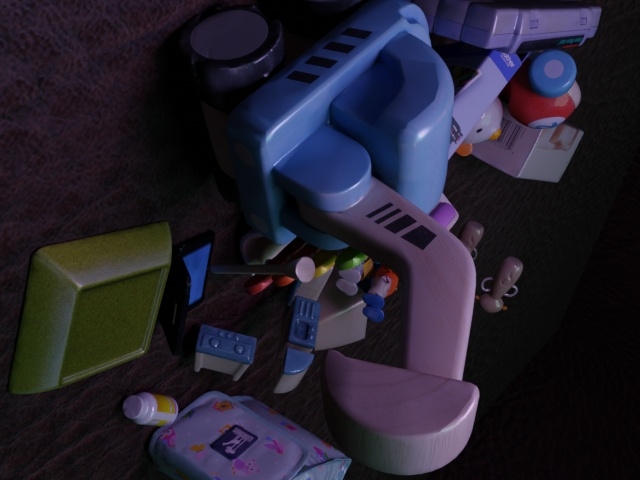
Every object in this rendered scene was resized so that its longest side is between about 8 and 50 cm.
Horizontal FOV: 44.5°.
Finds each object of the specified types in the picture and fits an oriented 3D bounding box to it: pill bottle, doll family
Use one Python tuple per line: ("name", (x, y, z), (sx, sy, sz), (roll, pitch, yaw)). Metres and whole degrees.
("pill bottle", (-0.232, 0.229, 1.063), (0.043, 0.043, 0.083), (-57, 154, -2))
("doll family", (0.087, -0.019, 1.196), (0.163, 0.118, 0.263), (-58, 167, -52))

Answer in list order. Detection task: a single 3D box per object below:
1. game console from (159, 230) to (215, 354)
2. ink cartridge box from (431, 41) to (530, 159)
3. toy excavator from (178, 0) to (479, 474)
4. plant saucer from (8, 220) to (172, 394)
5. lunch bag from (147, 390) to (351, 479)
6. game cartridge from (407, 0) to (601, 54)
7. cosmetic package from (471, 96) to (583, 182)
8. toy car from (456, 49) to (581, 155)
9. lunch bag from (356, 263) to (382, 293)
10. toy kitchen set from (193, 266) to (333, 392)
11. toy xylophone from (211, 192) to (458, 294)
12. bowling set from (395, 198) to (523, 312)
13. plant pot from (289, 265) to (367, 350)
("game console", (-0.159, 0.065, 0.988), (0.071, 0.107, 0.122), (-3, 125, -26))
("ink cartridge box", (0.160, -0.196, 1.135), (0.311, 0.185, 0.065), (-49, 117, -14))
("toy excavator", (0.044, -0.055, 0.781), (0.433, 0.445, 0.222), (-45, 150, -26))
("plant saucer", (-0.245, 0.083, 0.882), (0.188, 0.045, 0.188), (-17, 132, -53))
("lunch bag", (-0.109, 0.343, 1.197), (0.160, 0.223, 0.262), (-65, 152, 0))
("game cartridge", (0.211, -0.308, 1.040), (0.355, 0.230, 0.068), (-21, 134, -49))
("cosmetic package", (0.409, -0.208, 1.585), (0.296, 0.153, 0.129), (-4, 123, -60))
("toy car", (0.291, -0.226, 1.331), (0.238, 0.210, 0.219), (-47, 164, 5))
("lunch bag", (0.075, 0.040, 1.330), (0.065, 0.098, 0.067), (-43, 145, -34))
("toy kitchen set", (-0.081, 0.093, 1.137), (0.122, 0.166, 0.207), (116, -13, -47))
("toy xylophone", (0.000, 0.000, 0.996), (0.236, 0.322, 0.081), (-40, 111, -29))
("bowling set", (0.238, 0.027, 1.524), (0.200, 0.287, 0.154), (-80, -171, -55))
("plant pot", (0.007, 0.118, 1.299), (0.096, 0.109, 0.109), (-28, 142, -27))
